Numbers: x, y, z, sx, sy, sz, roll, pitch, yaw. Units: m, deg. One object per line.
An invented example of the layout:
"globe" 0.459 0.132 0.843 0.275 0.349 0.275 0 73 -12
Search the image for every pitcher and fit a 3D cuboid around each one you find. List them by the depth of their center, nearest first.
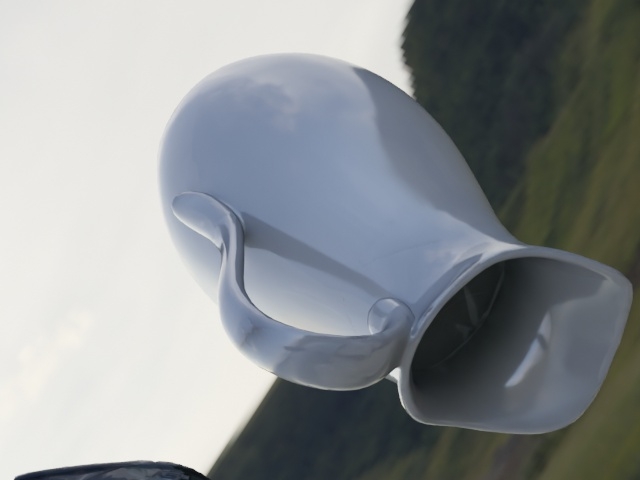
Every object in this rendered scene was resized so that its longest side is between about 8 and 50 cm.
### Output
"pitcher" 0.000 0.000 0.783 0.178 0.207 0.125 1 -63 -42

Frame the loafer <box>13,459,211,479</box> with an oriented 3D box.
"loafer" -0.100 0.096 0.427 0.061 0.170 0.062 -83 -27 -50
